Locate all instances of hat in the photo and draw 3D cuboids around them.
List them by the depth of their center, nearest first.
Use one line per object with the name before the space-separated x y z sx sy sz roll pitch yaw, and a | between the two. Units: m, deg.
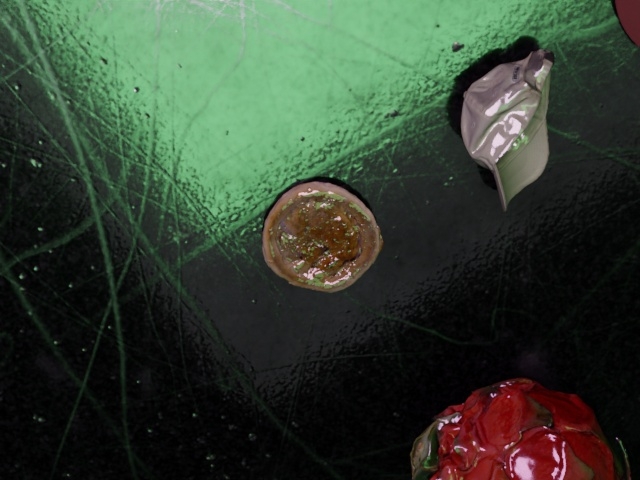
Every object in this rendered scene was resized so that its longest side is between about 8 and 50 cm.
hat | 0.206 -0.118 1.139 0.122 0.081 0.166 -43 135 -28

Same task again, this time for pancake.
pancake | 0.000 0.000 1.187 0.139 0.022 0.139 -2 114 -4

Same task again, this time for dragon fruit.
dragon fruit | 0.254 0.281 1.228 0.293 0.234 0.233 24 109 -10

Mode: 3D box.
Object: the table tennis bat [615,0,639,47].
table tennis bat | 0.371 -0.213 1.087 0.022 0.138 0.246 -44 136 -22
